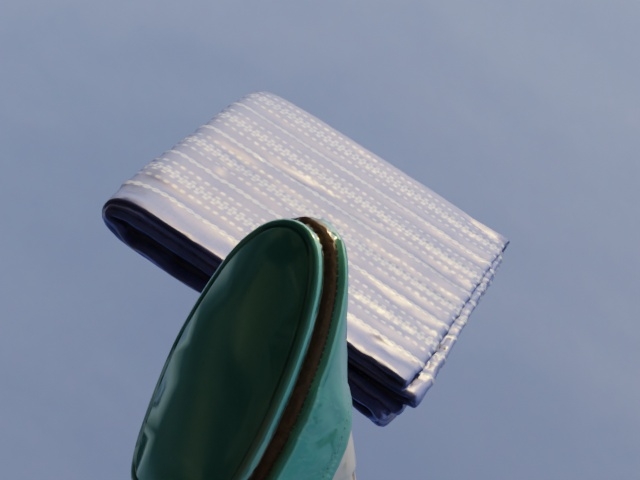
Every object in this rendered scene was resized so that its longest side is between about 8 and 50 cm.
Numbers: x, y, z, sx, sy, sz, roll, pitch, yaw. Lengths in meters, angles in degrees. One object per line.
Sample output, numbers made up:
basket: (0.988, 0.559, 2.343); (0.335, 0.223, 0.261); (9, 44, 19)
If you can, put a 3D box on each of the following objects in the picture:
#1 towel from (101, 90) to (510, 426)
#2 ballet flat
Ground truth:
towel: (0.000, 0.000, 1.410); (0.243, 0.336, 0.040); (33, -67, 4)
ballet flat: (-0.035, 0.114, 0.738); (0.083, 0.087, 0.247); (11, -107, 49)
